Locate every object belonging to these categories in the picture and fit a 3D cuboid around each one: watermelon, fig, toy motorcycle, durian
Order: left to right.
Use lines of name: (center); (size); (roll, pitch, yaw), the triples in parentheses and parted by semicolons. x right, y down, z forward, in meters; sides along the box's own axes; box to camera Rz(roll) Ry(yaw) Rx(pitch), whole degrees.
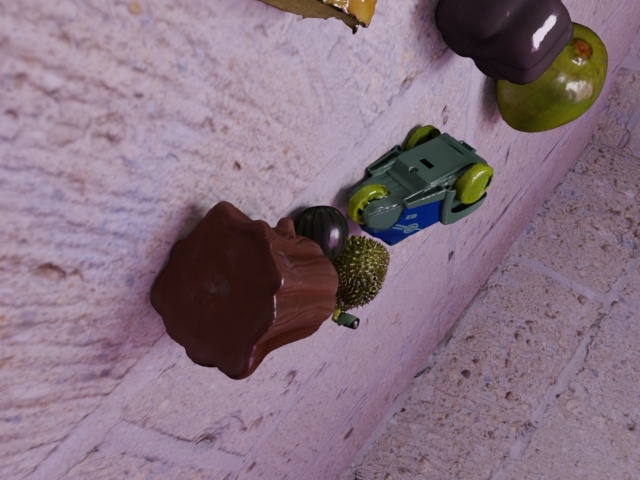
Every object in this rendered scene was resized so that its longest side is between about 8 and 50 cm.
watermelon: (0.000, 0.000, 0.817); (0.105, 0.105, 0.133); (-23, 119, -45)
durian: (0.068, 0.077, 0.977); (0.198, 0.146, 0.159); (-64, 167, 24)
toy motorcycle: (0.197, -0.095, 0.976); (0.327, 0.191, 0.199); (-29, 146, -18)
fig: (0.599, -0.418, 1.187); (0.258, 0.258, 0.326); (-52, 170, -8)

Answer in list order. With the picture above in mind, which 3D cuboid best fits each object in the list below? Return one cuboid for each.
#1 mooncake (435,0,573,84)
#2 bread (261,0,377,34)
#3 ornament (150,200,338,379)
mooncake: (0.331, -0.393, 0.808); (0.133, 0.245, 0.245); (-54, 152, 12)
bread: (-0.026, -0.302, 0.438); (0.229, 0.143, 0.139); (-12, 130, -55)
ornament: (-0.097, 0.077, 0.675); (0.218, 0.221, 0.235); (12, 64, -63)
